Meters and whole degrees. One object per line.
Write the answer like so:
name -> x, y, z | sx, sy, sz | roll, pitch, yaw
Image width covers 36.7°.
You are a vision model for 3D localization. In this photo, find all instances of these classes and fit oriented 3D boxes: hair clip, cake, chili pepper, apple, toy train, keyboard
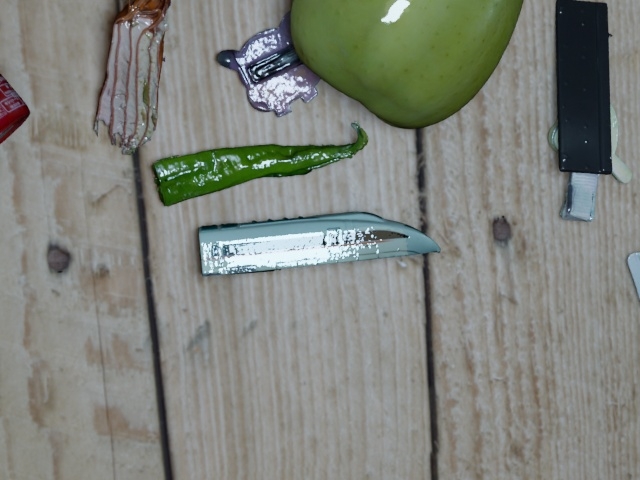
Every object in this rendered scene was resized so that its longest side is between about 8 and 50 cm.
hair clip -> 0.472, -0.140, 1.674 | 0.159, 0.071, 0.218 | 10, 90, -10
hair clip -> -0.058, -0.293, 1.604 | 0.187, 0.056, 0.146 | -29, 100, 5
cake -> -0.297, -0.279, 1.557 | 0.098, 0.135, 0.287 | 11, 114, -14
chili pepper -> -0.099, -0.132, 1.599 | 0.359, 0.076, 0.084 | -13, 117, -2
apple -> 0.152, -0.371, 1.523 | 0.312, 0.320, 0.360 | 36, 99, 10
toy train -> 0.000, 0.000, 1.624 | 0.407, 0.086, 0.088 | -5, 91, -8
keyboard -> 0.452, -0.264, 1.644 | 0.101, 0.018, 0.309 | 3, 79, -7

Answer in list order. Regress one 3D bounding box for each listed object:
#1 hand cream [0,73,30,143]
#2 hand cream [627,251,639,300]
hand cream -> -0.565, -0.180, 1.457 | 0.230, 0.230, 0.149 | -43, 101, -1
hand cream -> 0.741, 0.053, 1.720 | 0.359, 0.118, 0.185 | -20, 102, 1
